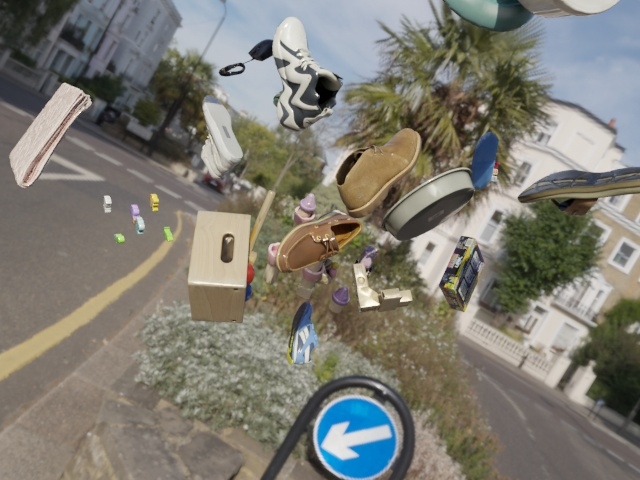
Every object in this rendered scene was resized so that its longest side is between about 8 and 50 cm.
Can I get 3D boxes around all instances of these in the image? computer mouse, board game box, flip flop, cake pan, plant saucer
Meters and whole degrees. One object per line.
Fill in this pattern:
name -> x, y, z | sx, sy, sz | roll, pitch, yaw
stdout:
computer mouse -> -0.221, -0.574, 1.598 | 0.071, 0.242, 0.041 | 31, -34, 24
board game box -> 0.404, 0.095, 1.459 | 0.048, 0.170, 0.141 | 14, -26, 36
flip flop -> 0.516, -0.088, 0.993 | 0.277, 0.112, 0.080 | -1, -64, 46
cake pan -> 0.306, -0.091, 1.432 | 0.054, 0.293, 0.293 | 60, 13, 18
board game box -> 0.487, -0.228, 1.496 | 0.033, 0.169, 0.133 | 9, 3, -12
plant saucer -> 0.364, -0.607, 1.108 | 0.317, 0.318, 0.043 | 29, -18, -13

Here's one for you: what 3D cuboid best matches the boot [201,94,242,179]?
boot -> -0.327, -0.310, 1.557 | 0.095, 0.123, 0.258 | 11, 50, -49

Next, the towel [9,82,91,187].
towel -> -0.818, -0.326, 1.543 | 0.053, 0.317, 0.331 | 37, -4, -38

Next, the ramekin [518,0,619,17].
ramekin -> 0.492, -0.578, 1.023 | 0.272, 0.273, 0.127 | 28, -3, -24

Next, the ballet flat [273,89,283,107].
ballet flat -> -0.095, -0.436, 1.555 | 0.070, 0.070, 0.188 | 28, -1, -21

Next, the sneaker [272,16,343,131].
sneaker -> -0.016, -0.348, 1.041 | 0.153, 0.235, 0.094 | -2, -6, 41

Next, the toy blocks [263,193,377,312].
toy blocks -> 0.032, 0.011, 1.527 | 0.308, 0.260, 0.289 | 26, 38, 3

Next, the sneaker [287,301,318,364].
sneaker -> -0.034, 0.210, 1.156 | 0.059, 0.144, 0.053 | 13, -3, -17

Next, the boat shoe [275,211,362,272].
boat shoe -> 0.000, 0.000, 0.835 | 0.060, 0.064, 0.178 | 8, 29, 41

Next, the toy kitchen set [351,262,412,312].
toy kitchen set -> 0.099, 0.067, 0.814 | 0.083, 0.075, 0.068 | -7, -23, -5

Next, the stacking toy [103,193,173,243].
stacking toy -> -0.575, -0.070, 1.616 | 0.166, 0.052, 0.221 | -5, 42, -33

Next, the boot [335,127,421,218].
boot -> 0.145, -0.196, 1.246 | 0.112, 0.305, 0.115 | 1, -47, 48

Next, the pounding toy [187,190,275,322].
pounding toy -> -0.119, 0.021, 0.696 | 0.100, 0.141, 0.130 | 5, -33, -8
